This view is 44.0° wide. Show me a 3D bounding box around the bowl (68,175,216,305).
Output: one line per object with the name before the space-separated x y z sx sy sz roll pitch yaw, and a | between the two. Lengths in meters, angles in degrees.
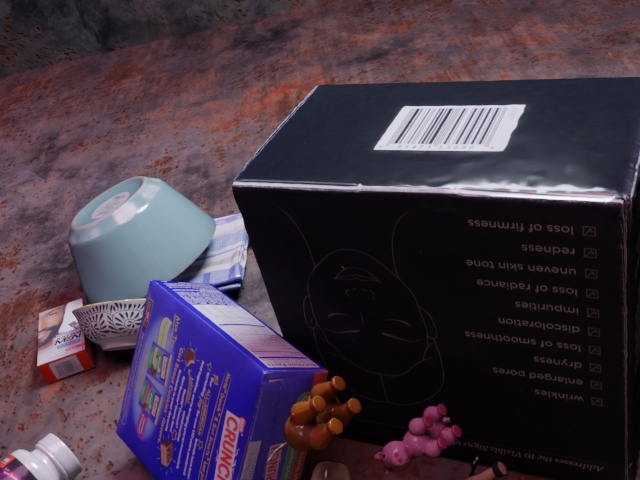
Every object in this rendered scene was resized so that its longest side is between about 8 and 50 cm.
bowl | -0.387 -0.016 1.615 0.312 0.163 0.311 -25 26 13

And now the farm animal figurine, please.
farm animal figurine | 0.059 0.339 0.938 0.172 0.330 0.326 -42 23 37

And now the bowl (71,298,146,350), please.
bowl | -0.373 0.162 1.477 0.170 0.170 0.080 -9 78 8

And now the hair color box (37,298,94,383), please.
hair color box | -0.493 0.191 1.530 0.093 0.053 0.167 -20 33 -6

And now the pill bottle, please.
pill bottle | -0.461 0.386 1.193 0.108 0.108 0.193 18 46 38

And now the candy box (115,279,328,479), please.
candy box | -0.153 0.236 1.138 0.122 0.268 0.317 4 17 -40

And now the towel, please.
towel | -0.253 0.033 1.662 0.209 0.034 0.285 -13 29 5

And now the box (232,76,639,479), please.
box | 0.198 0.049 1.102 0.480 0.471 0.297 5 38 26
